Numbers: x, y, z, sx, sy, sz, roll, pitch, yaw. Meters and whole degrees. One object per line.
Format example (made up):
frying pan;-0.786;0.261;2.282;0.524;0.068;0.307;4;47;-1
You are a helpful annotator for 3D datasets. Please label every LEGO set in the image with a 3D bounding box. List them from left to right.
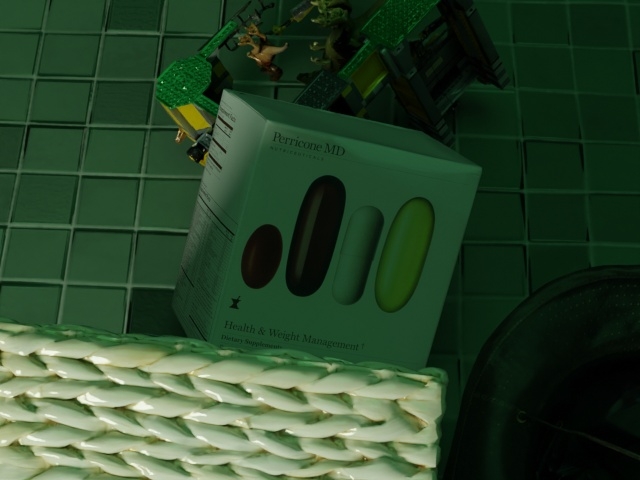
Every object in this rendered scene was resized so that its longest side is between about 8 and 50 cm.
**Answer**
LEGO set;0.023;-0.148;1.380;0.255;0.192;0.331;26;73;36

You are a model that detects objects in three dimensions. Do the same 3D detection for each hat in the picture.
hat;0.262;0.193;1.162;0.331;0.134;0.331;-4;71;12

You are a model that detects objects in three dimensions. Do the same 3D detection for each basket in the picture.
basket;-0.086;0.215;0.990;0.331;0.328;0.266;6;80;2

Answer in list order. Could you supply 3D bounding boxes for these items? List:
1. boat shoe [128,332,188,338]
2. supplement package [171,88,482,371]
boat shoe;-0.042;0.143;1.223;0.302;0.109;0.094;20;42;3
supplement package;0.000;0.000;1.186;0.194;0.203;0.149;10;13;-20
